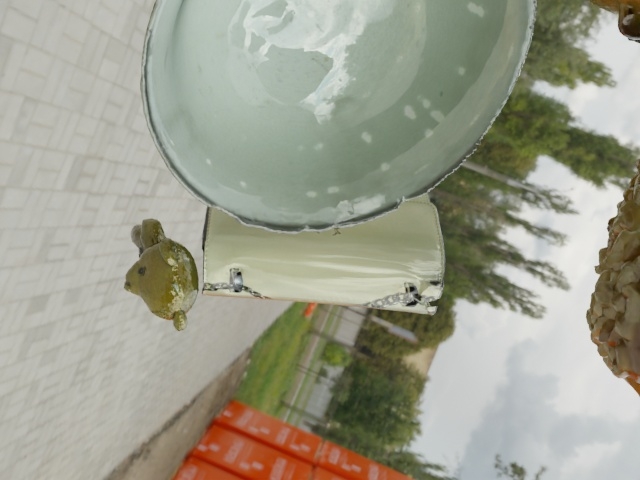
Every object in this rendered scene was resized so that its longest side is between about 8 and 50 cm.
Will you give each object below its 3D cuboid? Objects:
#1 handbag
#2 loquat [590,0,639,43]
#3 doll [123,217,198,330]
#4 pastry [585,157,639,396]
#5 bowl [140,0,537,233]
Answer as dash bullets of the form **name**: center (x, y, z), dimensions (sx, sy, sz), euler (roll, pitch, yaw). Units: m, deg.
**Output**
- **handbag**: center (0.000, 0.000, 1.099), dimensions (0.237, 0.358, 0.160), euler (-92, -170, -53)
- **loquat**: center (0.243, -0.226, 0.423), dimensions (0.244, 0.244, 0.244), euler (23, 90, -86)
- **doll**: center (-0.234, 0.042, 0.976), dimensions (0.209, 0.097, 0.137), euler (27, -48, 61)
- **pastry**: center (0.265, -0.007, 0.352), dimensions (0.255, 0.162, 0.311), euler (-55, -165, -24)
- **bowl**: center (-0.001, -0.168, 0.566), dimensions (0.146, 0.313, 0.313), euler (61, -37, 42)
